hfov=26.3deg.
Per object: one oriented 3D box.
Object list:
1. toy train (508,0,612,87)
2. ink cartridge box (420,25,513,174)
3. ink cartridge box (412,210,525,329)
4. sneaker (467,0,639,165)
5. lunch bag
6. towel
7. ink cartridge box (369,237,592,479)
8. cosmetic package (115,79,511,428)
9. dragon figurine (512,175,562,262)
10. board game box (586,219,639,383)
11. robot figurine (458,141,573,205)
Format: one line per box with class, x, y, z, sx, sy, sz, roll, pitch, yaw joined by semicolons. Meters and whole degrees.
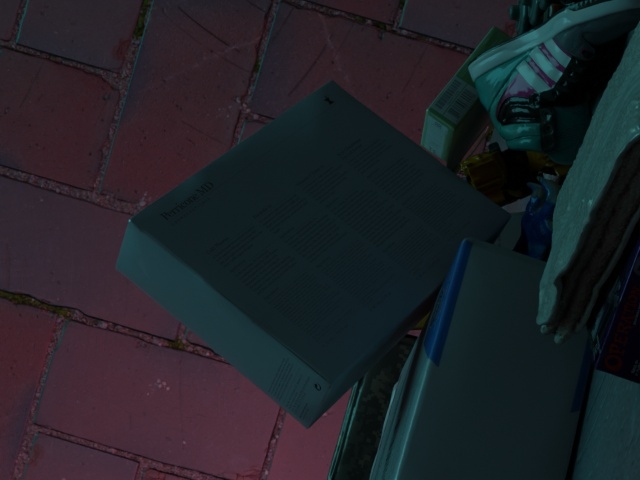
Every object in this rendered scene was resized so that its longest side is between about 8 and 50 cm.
toy train;0.345;-0.279;1.923;0.334;0.142;0.190;108;166;-86
ink cartridge box;0.214;-0.187;2.014;0.171;0.056;0.235;-52;-11;-16
ink cartridge box;0.104;0.049;1.975;0.279;0.385;0.160;64;-157;-88
sneaker;0.315;-0.187;1.694;0.295;0.124;0.178;-24;82;52
lunch bag;0.141;0.287;1.954;0.256;0.213;0.305;10;-85;-78
towel;0.248;-0.054;1.193;0.282;0.049;0.187;105;-178;-48
ink cartridge box;0.161;0.220;1.515;0.395;0.166;0.285;105;-176;-64
cosmetic package;0.000;0.000;1.563;0.377;0.284;0.097;-39;-17;-41
dragon figurine;0.265;0.007;1.579;0.289;0.085;0.144;178;108;-83
board game box;0.291;-0.030;1.262;0.347;0.056;0.208;-68;-2;-72
robot figurine;0.271;-0.097;1.949;0.291;0.211;0.085;31;-143;-85
